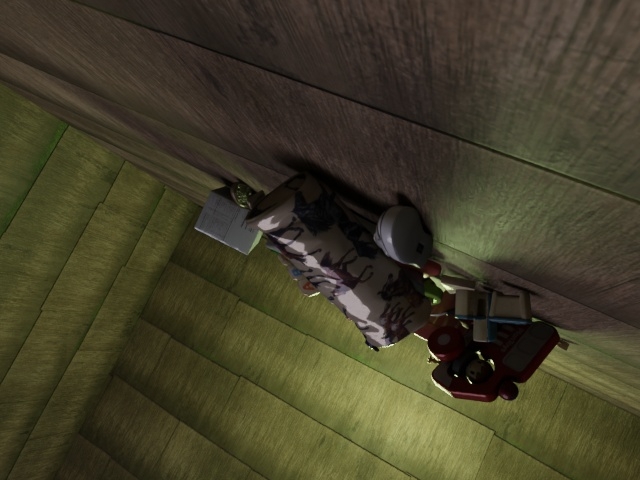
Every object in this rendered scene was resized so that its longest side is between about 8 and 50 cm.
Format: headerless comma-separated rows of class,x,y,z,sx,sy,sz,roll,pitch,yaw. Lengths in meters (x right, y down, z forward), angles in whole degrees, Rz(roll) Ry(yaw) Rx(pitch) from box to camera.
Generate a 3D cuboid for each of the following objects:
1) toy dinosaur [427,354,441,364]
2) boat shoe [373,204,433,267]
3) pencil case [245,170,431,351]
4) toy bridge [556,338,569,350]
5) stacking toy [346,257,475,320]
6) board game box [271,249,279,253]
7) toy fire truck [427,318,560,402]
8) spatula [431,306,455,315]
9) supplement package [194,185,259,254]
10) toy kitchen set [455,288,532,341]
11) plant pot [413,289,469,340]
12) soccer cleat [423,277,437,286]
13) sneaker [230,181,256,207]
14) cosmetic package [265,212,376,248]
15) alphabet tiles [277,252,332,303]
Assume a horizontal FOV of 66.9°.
toy dinosaur,0.423,0.392,1.602,0.112,0.064,0.211,9,-171,-15
boat shoe,0.139,-0.004,0.890,0.084,0.095,0.258,19,170,26
pencil case,0.035,0.041,0.971,0.410,0.160,0.183,46,145,-18
toy bridge,0.689,0.303,1.505,0.063,0.026,0.188,28,174,-5
stacking toy,0.216,0.152,1.252,0.279,0.131,0.309,19,159,-15
board game box,-0.004,0.060,1.898,0.316,0.064,0.242,14,-179,-27
toy fire truck,0.458,0.309,1.317,0.254,0.302,0.169,24,153,56
spatula,0.332,0.203,1.370,0.296,0.030,0.084,-16,153,19
supplement package,-0.298,-0.076,1.704,0.203,0.149,0.194,27,-168,-2
toy kitchen set,0.416,0.180,1.116,0.166,0.122,0.207,-1,172,37
plant pot,0.431,0.269,1.587,0.201,0.180,0.201,26,174,3
soccer cleat,0.254,0.121,1.425,0.289,0.093,0.121,33,-170,-30
sneaker,-0.253,-0.143,1.549,0.071,0.066,0.188,25,174,23
cosmetic package,0.000,0.000,1.269,0.217,0.156,0.385,28,175,-13
alphabet tiles,0.012,0.071,1.515,0.277,0.021,0.284,-14,-121,-42
